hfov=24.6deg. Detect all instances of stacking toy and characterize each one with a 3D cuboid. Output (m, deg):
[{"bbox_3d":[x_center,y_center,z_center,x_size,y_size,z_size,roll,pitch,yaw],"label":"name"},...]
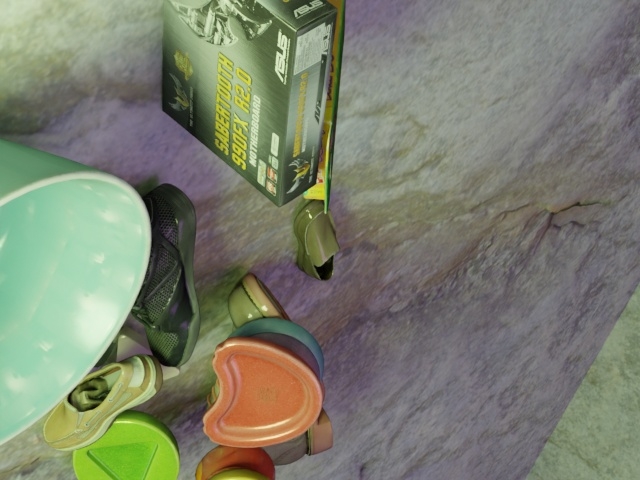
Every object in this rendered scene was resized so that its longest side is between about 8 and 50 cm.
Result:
[{"bbox_3d":[-0.147,0.213,1.826,0.130,0.279,0.309,-90,-162,-63],"label":"stacking toy"}]

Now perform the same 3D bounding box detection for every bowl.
[{"bbox_3d":[-0.316,0.028,1.287,0.311,0.163,0.311,-39,153,-25],"label":"bowl"}]

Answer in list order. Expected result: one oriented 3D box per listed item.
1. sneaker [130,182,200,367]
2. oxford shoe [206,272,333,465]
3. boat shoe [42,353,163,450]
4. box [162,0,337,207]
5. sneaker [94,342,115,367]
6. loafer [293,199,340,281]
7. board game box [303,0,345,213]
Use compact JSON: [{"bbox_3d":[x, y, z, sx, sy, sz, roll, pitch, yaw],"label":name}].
[{"bbox_3d":[-0.199,0.057,1.605,0.130,0.087,0.228,-28,137,-34],"label":"sneaker"},{"bbox_3d":[-0.080,0.197,1.954,0.146,0.140,0.397,-26,141,-10],"label":"oxford shoe"},{"bbox_3d":[-0.263,0.180,1.656,0.190,0.068,0.072,-39,152,30],"label":"boat shoe"},{"bbox_3d":[-0.074,-0.170,1.411,0.056,0.183,0.231,-34,150,-31],"label":"box"},{"bbox_3d":[-0.279,0.135,1.615,0.152,0.058,0.084,-60,146,1],"label":"sneaker"},{"bbox_3d":[0.000,0.000,1.921,0.056,0.050,0.148,-41,153,-23],"label":"loafer"},{"bbox_3d":[0.005,-0.164,1.547,0.124,0.039,0.259,91,1,-53],"label":"board game box"}]
